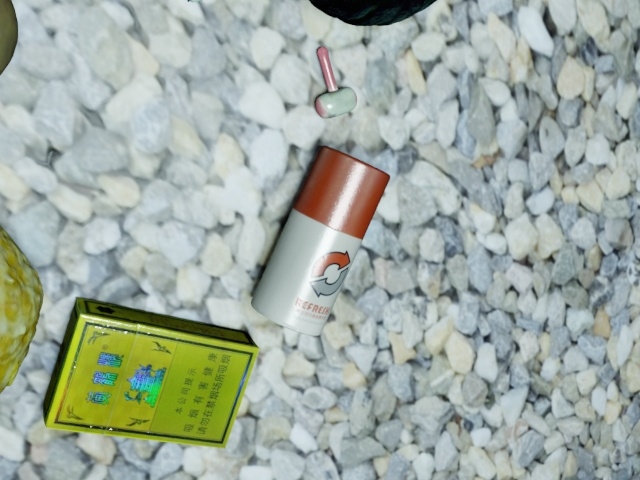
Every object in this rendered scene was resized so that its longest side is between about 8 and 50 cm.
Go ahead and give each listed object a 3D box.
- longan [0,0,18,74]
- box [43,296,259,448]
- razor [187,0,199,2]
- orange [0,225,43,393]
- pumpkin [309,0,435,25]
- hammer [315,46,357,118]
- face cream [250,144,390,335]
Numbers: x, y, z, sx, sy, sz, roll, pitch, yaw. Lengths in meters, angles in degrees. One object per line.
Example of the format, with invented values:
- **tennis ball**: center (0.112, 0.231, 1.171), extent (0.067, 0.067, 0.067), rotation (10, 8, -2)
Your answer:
- **longan**: center (-0.360, -0.205, 0.579), extent (0.189, 0.189, 0.189), rotation (-7, 108, -21)
- **box**: center (-0.200, 0.162, 0.809), extent (0.219, 0.064, 0.141), rotation (15, 99, -28)
- **razor**: center (-0.152, -0.344, 0.695), extent (0.068, 0.037, 0.191), rotation (-21, 112, -17)
- **orange**: center (-0.441, 0.058, 0.601), extent (0.368, 0.210, 0.271), rotation (37, 87, -30)
- **pumpkin**: center (0.073, -0.344, 0.674), extent (0.247, 0.248, 0.248), rotation (-7, 108, -21)
- **hammer**: center (0.012, -0.191, 0.815), extent (0.052, 0.031, 0.083), rotation (-23, 107, -19)
- **face cream**: center (0.000, 0.000, 0.828), extent (0.095, 0.096, 0.214), rotation (22, 96, -27)
